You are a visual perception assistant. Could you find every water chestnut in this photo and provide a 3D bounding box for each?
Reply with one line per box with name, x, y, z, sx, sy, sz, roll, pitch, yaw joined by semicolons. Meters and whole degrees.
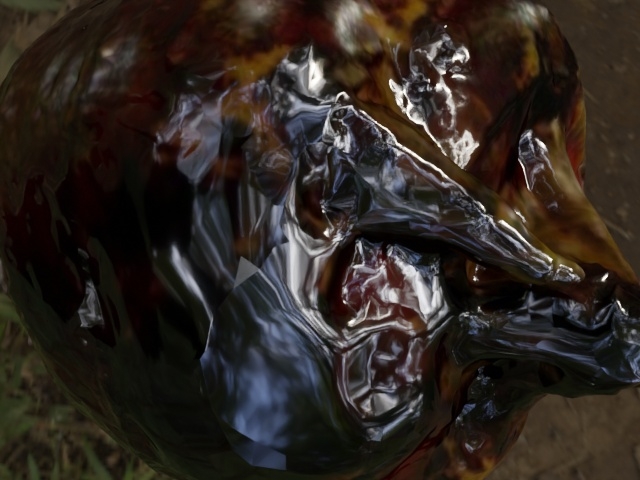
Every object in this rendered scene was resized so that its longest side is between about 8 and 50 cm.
water chestnut;0.000;0.000;0.639;0.289;0.244;0.289;-8;125;-12
